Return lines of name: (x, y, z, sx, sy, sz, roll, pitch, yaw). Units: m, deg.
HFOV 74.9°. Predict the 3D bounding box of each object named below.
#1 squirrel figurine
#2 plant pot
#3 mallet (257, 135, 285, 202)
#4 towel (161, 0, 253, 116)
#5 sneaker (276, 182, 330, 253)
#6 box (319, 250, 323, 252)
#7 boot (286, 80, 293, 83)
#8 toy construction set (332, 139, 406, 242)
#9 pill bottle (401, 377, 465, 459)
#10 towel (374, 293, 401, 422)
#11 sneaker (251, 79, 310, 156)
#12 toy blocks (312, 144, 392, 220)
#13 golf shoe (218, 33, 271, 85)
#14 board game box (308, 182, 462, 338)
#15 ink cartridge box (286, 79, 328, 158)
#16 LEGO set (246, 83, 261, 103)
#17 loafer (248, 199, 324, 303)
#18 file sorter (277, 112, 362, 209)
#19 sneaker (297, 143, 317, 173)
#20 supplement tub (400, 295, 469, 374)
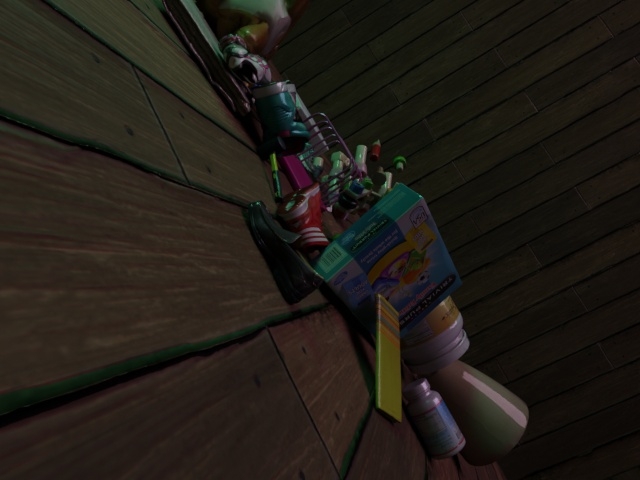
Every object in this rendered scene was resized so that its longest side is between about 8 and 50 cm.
squirrel figurine: (-0.257, -0.647, 1.091, 0.370, 0.281, 0.397, 42, -11, -12)
plant pot: (0.440, 0.491, 1.298, 0.274, 0.256, 0.256, 45, 9, 3)
mallet: (-0.093, -0.160, 0.920, 0.039, 0.062, 0.189, 47, 16, -48)
towel: (-0.246, -0.420, 0.949, 0.282, 0.049, 0.187, 57, 8, -25)
sneaker: (-0.029, -0.042, 0.910, 0.128, 0.087, 0.221, 66, 20, -15)
box: (0.000, 0.000, 1.054, 0.067, 0.018, 0.083, 60, 10, -3)
boot: (-0.117, -0.427, 1.311, 0.197, 0.073, 0.152, -105, -154, -49)
toy construction set: (0.175, -0.144, 1.241, 0.237, 0.258, 0.308, -72, 164, -58)
pill bottle: (0.253, 0.404, 0.957, 0.160, 0.087, 0.087, 62, 10, 11)
towel: (0.131, 0.229, 0.834, 0.102, 0.021, 0.237, 46, 37, -39)
sneaker: (-0.096, -0.311, 1.084, 0.295, 0.124, 0.178, -83, 160, -71)
toy blocks: (0.106, -0.188, 1.717, 0.289, 0.309, 0.259, 31, 61, -48)
golf shoe: (-0.163, -0.382, 0.945, 0.186, 0.068, 0.085, 1, 69, -70)
board game box: (0.164, 0.076, 0.940, 0.336, 0.254, 0.079, 51, -3, -42)
ink cartridge box: (-0.093, -0.494, 1.743, 0.273, 0.114, 0.196, 49, 16, -53)
LEGO set: (-0.183, -0.474, 1.290, 0.087, 0.093, 0.227, 58, 10, -14)
loafer: (-0.053, 0.008, 0.632, 0.170, 0.061, 0.062, 61, 11, 8)
file sorter: (0.006, -0.230, 1.274, 0.202, 0.182, 0.291, 61, 10, 8)
sneaker: (-0.050, -0.339, 1.619, 0.166, 0.076, 0.065, 60, 10, -2)
supplement tub: (0.264, 0.197, 1.207, 0.316, 0.228, 0.228, 60, 10, -1)
